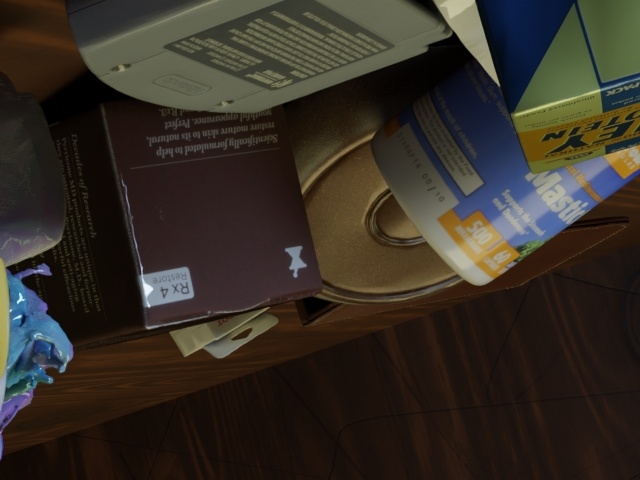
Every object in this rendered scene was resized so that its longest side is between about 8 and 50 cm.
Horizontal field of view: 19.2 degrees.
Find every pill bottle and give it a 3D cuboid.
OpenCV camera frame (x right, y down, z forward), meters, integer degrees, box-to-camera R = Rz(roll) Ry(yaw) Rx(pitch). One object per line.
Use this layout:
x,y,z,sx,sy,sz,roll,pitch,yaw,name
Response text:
0.187,-0.100,1.467,0.272,0.152,0.152,-37,166,13,pill bottle

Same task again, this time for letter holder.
0.134,-0.034,1.917,0.302,0.152,0.214,-9,167,-37,letter holder

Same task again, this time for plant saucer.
0.077,-0.039,1.638,0.311,0.050,0.310,-11,140,-10,plant saucer

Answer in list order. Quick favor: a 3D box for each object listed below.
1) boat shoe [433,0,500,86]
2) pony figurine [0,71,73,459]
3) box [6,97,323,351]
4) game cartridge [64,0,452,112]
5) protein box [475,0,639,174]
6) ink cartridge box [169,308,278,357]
0.143,-0.172,1.256,0.102,0.108,0.301,-22,166,14,boat shoe
-0.261,0.002,1.027,0.303,0.351,0.363,-17,153,-17,pony figurine
-0.136,-0.012,1.444,0.168,0.167,0.203,-10,176,-40,box
-0.040,-0.146,1.242,0.198,0.062,0.297,-14,172,17,game cartridge
0.143,-0.159,0.998,0.136,0.199,0.201,-16,172,7,protein box
-0.116,0.045,1.915,0.092,0.143,0.090,-30,180,-30,ink cartridge box
